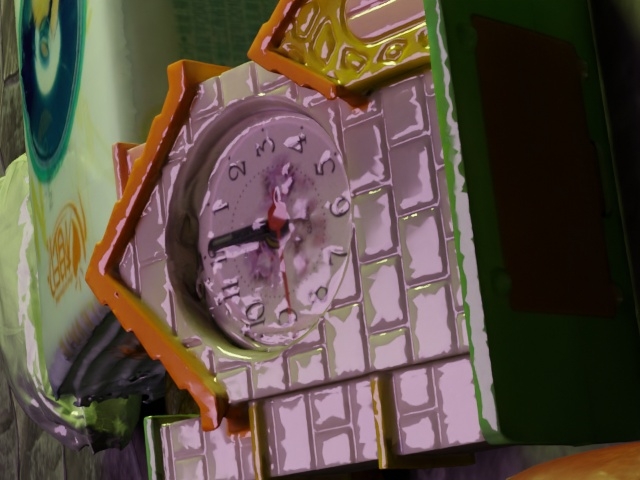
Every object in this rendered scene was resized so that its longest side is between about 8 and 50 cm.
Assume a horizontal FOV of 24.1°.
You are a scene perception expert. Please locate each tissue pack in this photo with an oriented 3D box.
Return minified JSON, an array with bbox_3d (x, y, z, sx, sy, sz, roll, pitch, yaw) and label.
[{"bbox_3d":[-0.115,-0.108,1.038,0.287,0.162,0.388,133,132,-61],"label":"tissue pack"}]

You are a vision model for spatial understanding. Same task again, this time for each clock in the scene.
[{"bbox_3d":[0.000,0.000,0.677,0.255,0.106,0.220,-18,73,41],"label":"clock"}]

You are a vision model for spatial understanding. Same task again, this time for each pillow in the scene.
[{"bbox_3d":[-0.248,0.048,1.434,0.283,0.138,0.310,159,105,-69],"label":"pillow"}]

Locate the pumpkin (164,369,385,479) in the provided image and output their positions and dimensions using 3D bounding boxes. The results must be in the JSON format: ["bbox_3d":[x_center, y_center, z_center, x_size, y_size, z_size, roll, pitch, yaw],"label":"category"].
[{"bbox_3d":[-0.009,0.070,0.822,0.131,0.126,0.248,-120,35,-47],"label":"pumpkin"}]

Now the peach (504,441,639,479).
[{"bbox_3d":[0.106,0.174,0.426,0.243,0.199,0.243,29,123,56],"label":"peach"}]
